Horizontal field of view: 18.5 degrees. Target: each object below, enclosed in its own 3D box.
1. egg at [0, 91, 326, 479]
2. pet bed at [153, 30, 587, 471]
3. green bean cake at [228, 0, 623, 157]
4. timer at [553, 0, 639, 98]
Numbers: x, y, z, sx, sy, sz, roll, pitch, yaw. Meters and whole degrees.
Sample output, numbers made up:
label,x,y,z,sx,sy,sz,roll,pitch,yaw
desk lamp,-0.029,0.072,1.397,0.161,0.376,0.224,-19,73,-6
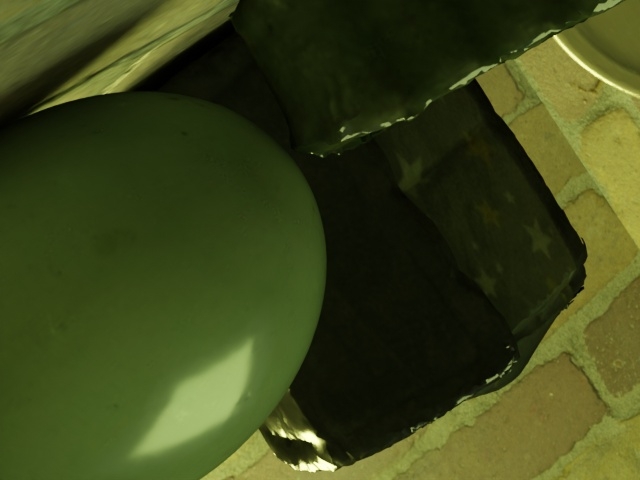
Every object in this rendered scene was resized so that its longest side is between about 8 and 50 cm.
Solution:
label,x,y,z,sx,sy,sz,roll,pitch,yaw
egg,-0.084,0.025,0.729,0.192,0.149,0.149,-35,-179,31
pet bed,0.000,0.000,0.948,0.183,0.211,0.159,-28,-173,46
green bean cake,0.065,-0.108,0.753,0.185,0.094,0.183,-33,-178,14
timer,0.226,-0.215,1.067,0.175,0.175,0.266,-33,-160,41
